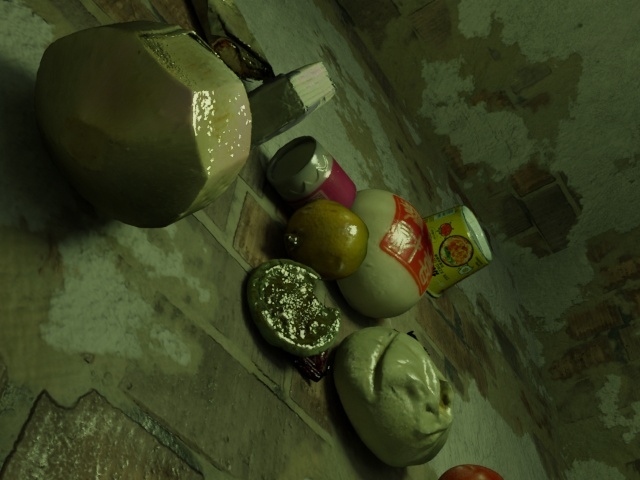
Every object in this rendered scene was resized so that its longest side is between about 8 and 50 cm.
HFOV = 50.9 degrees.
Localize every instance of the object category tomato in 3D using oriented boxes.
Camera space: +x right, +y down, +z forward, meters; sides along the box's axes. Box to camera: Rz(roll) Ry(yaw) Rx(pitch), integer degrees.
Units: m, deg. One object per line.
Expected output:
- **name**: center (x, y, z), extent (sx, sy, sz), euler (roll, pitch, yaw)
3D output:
- **tomato**: center (0.408, 0.696, 1.759), extent (0.232, 0.189, 0.232), euler (46, 26, -30)

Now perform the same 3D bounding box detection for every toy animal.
- **toy animal**: center (0.287, 0.331, 2.083), extent (0.220, 0.062, 0.108), euler (33, 19, -48)

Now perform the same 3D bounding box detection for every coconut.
- **coconut**: center (-0.292, -0.188, 1.095), extent (0.352, 0.353, 0.352), euler (46, 28, -34)

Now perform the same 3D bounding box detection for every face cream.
- **face cream**: center (-0.025, -0.154, 1.785), extent (0.195, 0.175, 0.175), euler (45, 29, -36)

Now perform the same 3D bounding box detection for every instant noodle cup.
- **instant noodle cup**: center (0.488, 0.024, 2.574), extent (0.325, 0.254, 0.325), euler (47, 27, -32)

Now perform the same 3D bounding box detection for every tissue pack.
- **tissue pack**: center (-0.107, -0.346, 1.738), extent (0.125, 0.242, 0.343), euler (58, 23, -9)

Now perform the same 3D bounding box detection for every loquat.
- **loquat**: center (0.000, 0.000, 1.654), extent (0.246, 0.213, 0.213), euler (1, 63, -45)

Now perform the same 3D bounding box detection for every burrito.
- **burrito**: center (-0.262, -0.587, 1.857), extent (0.175, 0.107, 0.347), euler (-19, 80, -51)

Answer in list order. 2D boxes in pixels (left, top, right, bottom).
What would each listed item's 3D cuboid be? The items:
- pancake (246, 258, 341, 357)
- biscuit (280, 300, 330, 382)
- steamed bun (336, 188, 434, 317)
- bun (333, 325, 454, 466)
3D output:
- **pancake**: center (-0.058, 0.143, 1.477), extent (0.254, 0.037, 0.253), euler (25, 42, -24)
- **biscuit**: center (-0.026, 0.202, 1.544), extent (0.151, 0.063, 0.235), euler (41, 33, -17)
- **steamed bun**: center (0.190, 0.032, 1.898), extent (0.374, 0.242, 0.374), euler (33, 52, -54)
- **bun**: center (0.195, 0.364, 1.634), extent (0.365, 0.219, 0.365), euler (50, 22, -30)
